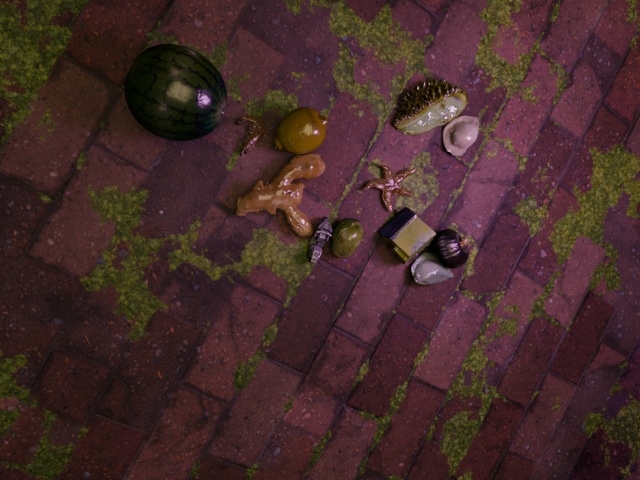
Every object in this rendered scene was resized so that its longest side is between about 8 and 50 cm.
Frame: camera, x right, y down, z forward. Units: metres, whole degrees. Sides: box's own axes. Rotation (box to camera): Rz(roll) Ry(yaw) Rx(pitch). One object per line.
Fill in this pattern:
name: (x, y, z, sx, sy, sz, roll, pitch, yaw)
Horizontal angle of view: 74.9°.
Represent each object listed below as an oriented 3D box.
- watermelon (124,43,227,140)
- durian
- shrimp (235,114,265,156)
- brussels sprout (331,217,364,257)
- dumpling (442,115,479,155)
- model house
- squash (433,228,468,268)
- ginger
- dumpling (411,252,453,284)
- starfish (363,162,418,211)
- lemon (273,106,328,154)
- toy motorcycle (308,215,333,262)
watermelon: (-0.523, -0.533, 1.536, 0.363, 0.363, 0.364, -2, 96, -15)
durian: (0.503, -0.623, 1.936, 0.394, 0.163, 0.198, -29, 141, -6)
shrimp: (-0.314, -0.447, 1.751, 0.124, 0.034, 0.178, 37, 84, -12)
brussels sprout: (0.117, -0.014, 1.859, 0.131, 0.145, 0.183, 31, 81, 11)
dumpling: (0.659, -0.504, 1.971, 0.155, 0.111, 0.181, 22, 66, 4)
model house: (0.391, -0.026, 1.948, 0.194, 0.170, 0.211, -43, 76, 0)
squash: (0.615, 0.040, 1.973, 0.155, 0.193, 0.193, 0, 97, 26)
ginger: (-0.159, -0.216, 1.772, 0.348, 0.122, 0.363, 10, 103, -24)
dumpling: (0.535, 0.138, 1.998, 0.216, 0.105, 0.149, 2, 95, -15)
starfish: (0.328, -0.252, 1.928, 0.277, 0.062, 0.236, -21, 101, -14)
lemon: (-0.083, -0.450, 1.738, 0.248, 0.184, 0.184, -25, 102, 6)
toy motorcycle: (0.000, 0.000, 1.832, 0.080, 0.122, 0.215, 18, 91, -11)
